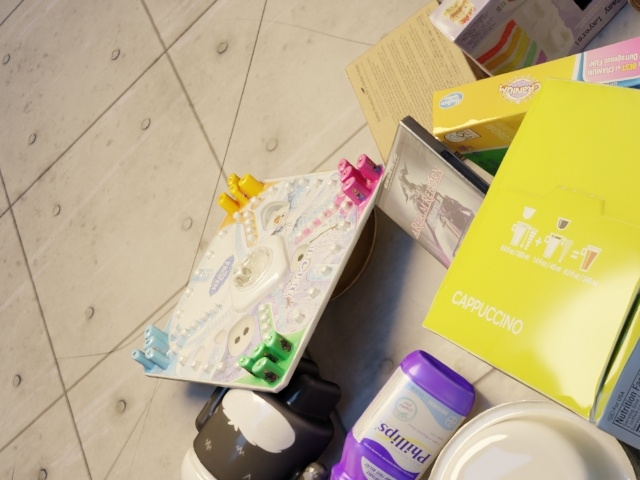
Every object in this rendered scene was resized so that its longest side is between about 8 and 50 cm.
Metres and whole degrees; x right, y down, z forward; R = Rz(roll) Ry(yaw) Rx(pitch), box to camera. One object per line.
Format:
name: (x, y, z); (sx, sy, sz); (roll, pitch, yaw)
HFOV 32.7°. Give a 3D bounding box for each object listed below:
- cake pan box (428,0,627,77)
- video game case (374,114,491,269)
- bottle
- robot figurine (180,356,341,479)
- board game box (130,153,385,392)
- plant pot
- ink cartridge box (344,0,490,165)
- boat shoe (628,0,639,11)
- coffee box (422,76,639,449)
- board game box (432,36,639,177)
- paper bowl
cake pan box: (0.314, -0.344, 1.534); (0.267, 0.246, 0.070); (-47, 55, 12)
video game case: (0.193, -0.024, 1.497); (0.274, 0.196, 0.026); (43, 61, 17)
bottle: (0.096, 0.293, 1.536); (0.283, 0.118, 0.092); (-53, 6, 8)
robot figurine: (-0.089, 0.304, 1.644); (0.278, 0.174, 0.209); (-55, 13, 7)
board game box: (-0.107, 0.044, 1.714); (0.390, 0.050, 0.390); (-3, 53, 52)
plant pot: (0.000, 0.000, 1.783); (0.236, 0.032, 0.236); (-16, 63, 34)
ink cartridge box: (0.165, -0.227, 1.706); (0.193, 0.088, 0.234); (-35, 55, 24)
boat shoe: (0.519, -0.394, 1.461); (0.257, 0.095, 0.095); (-40, 14, 31)
coffee box: (0.380, 0.053, 1.204); (0.338, 0.334, 0.338); (-63, 27, 0)
board game box: (0.344, -0.160, 1.440); (0.317, 0.242, 0.064); (-11, 67, 35)
paper bowl: (0.260, 0.336, 1.350); (0.284, 0.148, 0.284); (-14, 60, 26)
